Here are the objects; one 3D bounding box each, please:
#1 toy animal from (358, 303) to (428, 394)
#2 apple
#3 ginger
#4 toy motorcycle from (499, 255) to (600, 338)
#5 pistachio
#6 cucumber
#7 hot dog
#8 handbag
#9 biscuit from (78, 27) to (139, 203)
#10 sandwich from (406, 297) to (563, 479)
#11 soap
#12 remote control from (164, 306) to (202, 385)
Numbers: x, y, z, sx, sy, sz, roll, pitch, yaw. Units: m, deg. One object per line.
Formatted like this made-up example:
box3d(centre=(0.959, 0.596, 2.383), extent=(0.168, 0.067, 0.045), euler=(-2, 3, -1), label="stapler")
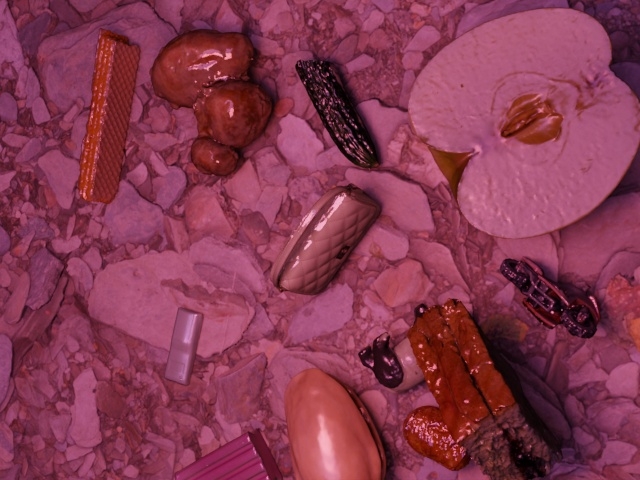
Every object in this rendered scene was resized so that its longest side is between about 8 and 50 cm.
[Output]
box3d(centre=(0.186, 0.200, 1.771), extent=(0.225, 0.094, 0.121), euler=(-39, 84, 6), label="toy animal")
box3d(centre=(0.366, -0.202, 1.618), extent=(0.360, 0.320, 0.311), euler=(-30, 39, 12), label="apple")
box3d(centre=(-0.214, -0.290, 1.917), extent=(0.245, 0.155, 0.304), euler=(-28, 77, 17), label="ginger")
box3d(centre=(0.423, 0.101, 1.681), extent=(0.212, 0.118, 0.084), euler=(44, 124, 30), label="toy motorcycle")
box3d(centre=(0.021, 0.398, 1.779), extent=(0.188, 0.187, 0.299), euler=(-28, 70, 18), label="pistachio")
box3d(centre=(0.036, -0.252, 1.860), extent=(0.077, 0.077, 0.265), euler=(-29, 79, 18), label="cucumber")
box3d(centre=(0.226, 0.375, 1.762), extent=(0.147, 0.065, 0.099), euler=(22, 96, 32), label="hot dog")
box3d(centre=(0.000, 0.000, 1.785), extent=(0.079, 0.219, 0.256), euler=(41, 104, 21), label="handbag")
box3d(centre=(-0.468, -0.271, 2.053), extent=(0.054, 0.094, 0.378), euler=(9, 91, 28), label="biscuit")
box3d(centre=(0.296, 0.287, 1.620), extent=(0.131, 0.325, 0.262), euler=(-32, 42, 8), label="sandwich")
box3d(centre=(-0.192, 0.488, 1.923), extent=(0.203, 0.065, 0.122), euler=(-32, 76, 18), label="soap")
box3d(centre=(-0.297, 0.228, 1.996), extent=(0.061, 0.029, 0.162), euler=(13, 93, 23), label="remote control")
